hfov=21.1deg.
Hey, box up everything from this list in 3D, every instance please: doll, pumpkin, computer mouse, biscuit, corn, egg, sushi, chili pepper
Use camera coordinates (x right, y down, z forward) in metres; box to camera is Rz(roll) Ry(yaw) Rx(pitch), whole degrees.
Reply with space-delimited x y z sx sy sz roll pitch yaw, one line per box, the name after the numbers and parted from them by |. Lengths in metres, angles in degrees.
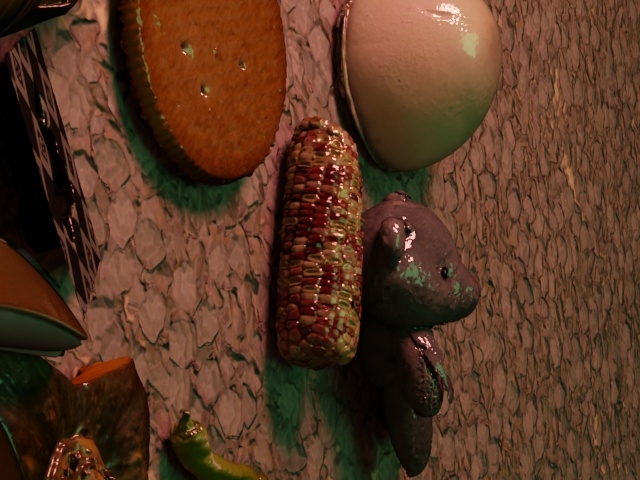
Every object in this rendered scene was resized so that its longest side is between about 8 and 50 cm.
0.118 0.103 2.032 0.246 0.158 0.341 -100 176 -70 | doll
-0.222 0.204 1.422 0.290 0.095 0.258 15 68 -66 | pumpkin
-0.287 0.019 1.286 0.072 0.158 0.310 -52 154 10 | computer mouse
-0.120 -0.204 1.767 0.305 0.038 0.305 19 68 -60 | biscuit
0.000 0.000 1.909 0.098 0.098 0.290 33 55 -58 | corn
0.151 -0.217 2.165 0.286 0.174 0.264 45 50 -57 | egg
-0.243 -0.057 1.445 0.231 0.047 0.220 -105 -179 -77 | sushi
-0.102 0.231 1.728 0.208 0.043 0.049 52 16 -55 | chili pepper

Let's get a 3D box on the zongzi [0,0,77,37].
-0.282 -0.173 1.365 0.221 0.112 0.242 29 68 -60 | zongzi
